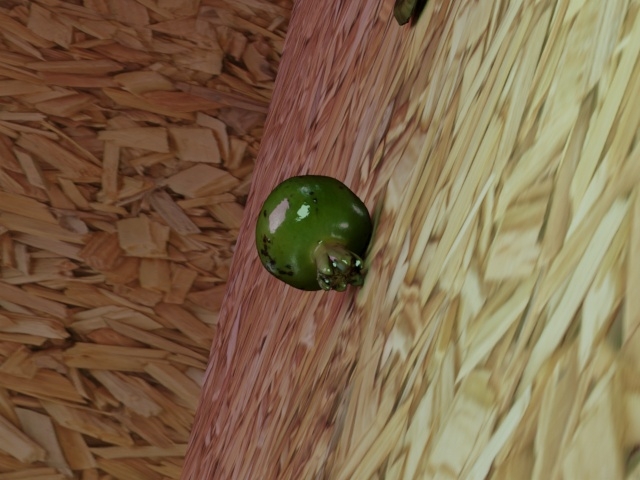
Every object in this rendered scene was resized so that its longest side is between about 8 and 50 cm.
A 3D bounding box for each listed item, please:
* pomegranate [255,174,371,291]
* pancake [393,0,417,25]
[{"bbox_3d":[0.000,0.000,1.843,0.142,0.114,0.115,52,128,54],"label":"pomegranate"},{"bbox_3d":[0.116,-0.331,2.027,0.235,0.029,0.212,-79,7,-57],"label":"pancake"}]
